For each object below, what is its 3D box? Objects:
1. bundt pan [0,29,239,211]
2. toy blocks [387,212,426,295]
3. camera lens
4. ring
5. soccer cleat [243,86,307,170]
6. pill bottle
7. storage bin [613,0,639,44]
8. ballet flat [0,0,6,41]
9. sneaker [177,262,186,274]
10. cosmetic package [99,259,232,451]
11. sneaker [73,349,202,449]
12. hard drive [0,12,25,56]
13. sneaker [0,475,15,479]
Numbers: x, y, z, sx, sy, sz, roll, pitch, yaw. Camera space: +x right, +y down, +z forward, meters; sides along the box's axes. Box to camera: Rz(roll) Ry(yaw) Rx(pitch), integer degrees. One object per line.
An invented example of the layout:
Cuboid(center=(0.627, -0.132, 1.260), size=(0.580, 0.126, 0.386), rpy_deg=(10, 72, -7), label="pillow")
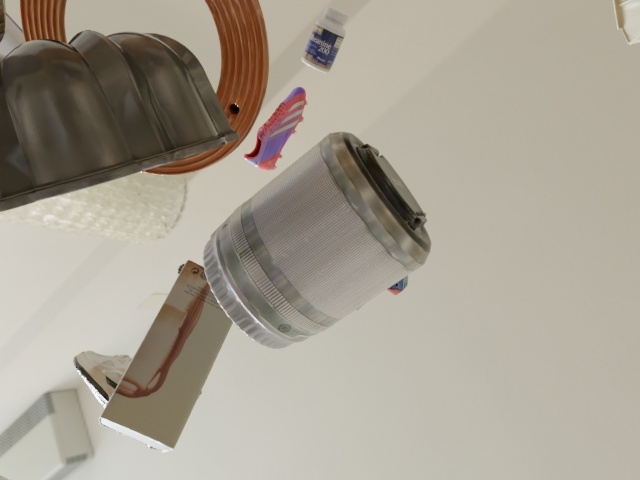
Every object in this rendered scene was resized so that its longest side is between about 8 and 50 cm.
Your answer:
Cuboid(center=(-0.256, -0.117, 0.511), size=(0.330, 0.331, 0.124), rpy_deg=(-5, -71, 31), label="bundt pan")
Cuboid(center=(0.067, 0.045, 1.273), size=(0.380, 0.190, 0.261), rpy_deg=(6, -77, 24), label="toy blocks")
Cuboid(center=(0.000, 0.000, 0.734), size=(0.274, 0.219, 0.220), rpy_deg=(-36, -115, 16), label="camera lens")
Cuboid(center=(-0.222, -0.244, 0.651), size=(0.336, 0.032, 0.337), rpy_deg=(7, -61, 13), label="ring")
Cuboid(center=(-0.119, -0.306, 1.396), size=(0.248, 0.095, 0.083), rpy_deg=(-62, -149, 15), label="soccer cleat")
Cuboid(center=(0.012, -0.420, 1.078), size=(0.067, 0.067, 0.120), rpy_deg=(40, -63, 30), label="pill bottle")
Cuboid(center=(0.712, -0.554, 1.041), size=(0.123, 0.262, 0.261), rpy_deg=(-1, -74, 59), label="storage bin")
Cuboid(center=(-0.267, -0.255, 0.342), size=(0.084, 0.058, 0.250), rpy_deg=(-12, -72, 20), label="ballet flat")
Cuboid(center=(-0.372, 0.111, 1.629), size=(0.064, 0.162, 0.073), rpy_deg=(-60, -161, -2), label="sneaker")
Cuboid(center=(-0.258, 0.205, 0.921), size=(0.153, 0.129, 0.296), rpy_deg=(-45, -160, 56), label="cosmetic package")
Cuboid(center=(-0.508, 0.391, 1.502), size=(0.447, 0.257, 0.169), rpy_deg=(21, -42, 36), label="sneaker")
Cuboid(center=(-0.560, -0.281, 0.848), size=(0.210, 0.319, 0.040), rpy_deg=(-23, -143, 18), label="hard drive")
Cuboid(center=(-0.368, 0.389, 0.682), size=(0.271, 0.108, 0.100), rpy_deg=(23, -108, 21), label="sneaker")
